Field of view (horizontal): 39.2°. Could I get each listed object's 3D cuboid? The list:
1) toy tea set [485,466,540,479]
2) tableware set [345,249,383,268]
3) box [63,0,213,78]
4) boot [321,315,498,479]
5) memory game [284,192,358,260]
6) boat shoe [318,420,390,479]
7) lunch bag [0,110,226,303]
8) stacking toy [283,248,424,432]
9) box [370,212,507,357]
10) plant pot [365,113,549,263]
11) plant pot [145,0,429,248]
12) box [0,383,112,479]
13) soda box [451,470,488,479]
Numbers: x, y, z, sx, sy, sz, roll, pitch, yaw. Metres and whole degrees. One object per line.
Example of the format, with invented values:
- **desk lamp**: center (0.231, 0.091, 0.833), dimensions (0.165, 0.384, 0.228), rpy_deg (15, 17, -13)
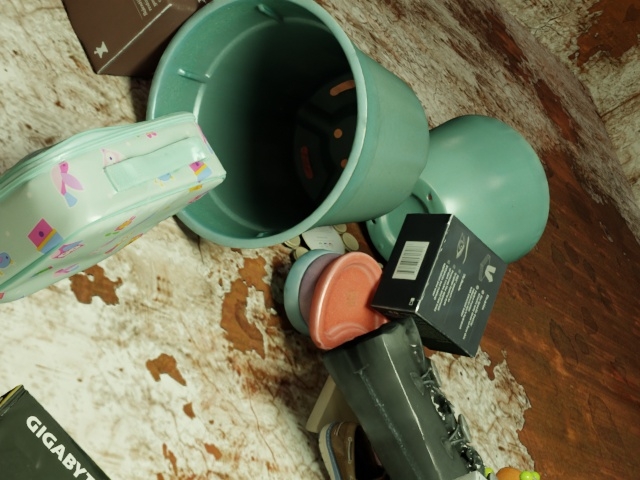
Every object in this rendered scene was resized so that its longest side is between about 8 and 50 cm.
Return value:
- **toy tea set**: center (0.386, 0.478, 1.397), dimensions (0.124, 0.200, 0.336), rpy_deg (-37, 95, -29)
- **tableware set**: center (0.068, 0.078, 1.496), dimensions (0.141, 0.020, 0.169), rpy_deg (27, 42, -41)
- **box**: center (-0.236, -0.348, 1.302), dimensions (0.203, 0.167, 0.169), rpy_deg (-11, 71, -58)
- **boot**: center (0.170, 0.319, 1.222), dimensions (0.445, 0.146, 0.367), rpy_deg (59, 3, 8)
- **memory game**: center (0.000, 0.000, 1.459), dimensions (0.186, 0.012, 0.186), rpy_deg (32, 36, -27)
- **boat shoe**: center (0.057, 0.327, 1.187), dimensions (0.066, 0.066, 0.183), rpy_deg (-26, 92, -50)
- **lunch bag**: center (-0.241, -0.047, 0.963), dimensions (0.108, 0.224, 0.279), rpy_deg (58, 31, -1)
- **stacking toy**: center (0.056, 0.159, 1.350), dimensions (0.309, 0.130, 0.280), rpy_deg (19, 79, -42)
- **box**: center (0.175, 0.065, 1.306), dimensions (0.158, 0.093, 0.156), rpy_deg (38, 67, -37)
- **plant pot**: center (0.219, -0.061, 1.603), dimensions (0.235, 0.293, 0.293), rpy_deg (-21, 80, -43)
- **plant pot**: center (-0.018, -0.157, 1.308), dimensions (0.334, 0.341, 0.341), rpy_deg (1, 61, -62)
- **box**: center (-0.239, 0.325, 0.772), dimensions (0.322, 0.079, 0.257), rpy_deg (51, 33, -11)
- **soda box**: center (0.088, 0.362, 1.000), dimensions (0.098, 0.286, 0.091), rpy_deg (44, 34, -21)
